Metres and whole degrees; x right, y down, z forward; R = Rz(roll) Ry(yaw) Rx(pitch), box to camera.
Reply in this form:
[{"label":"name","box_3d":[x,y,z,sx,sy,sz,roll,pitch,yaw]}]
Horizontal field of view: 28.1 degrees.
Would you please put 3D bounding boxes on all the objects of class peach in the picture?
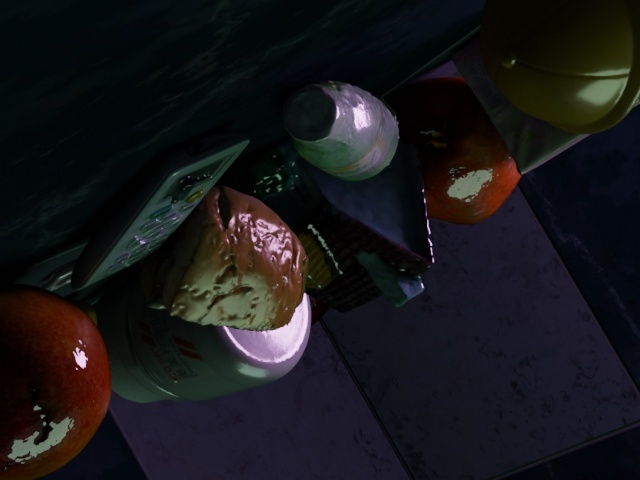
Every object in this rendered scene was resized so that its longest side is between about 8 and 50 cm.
[{"label":"peach","box_3d":[-0.337,0.153,1.364,0.231,0.231,0.231,-30,177,-2]}]

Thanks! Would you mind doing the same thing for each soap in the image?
[{"label":"soap","box_3d":[0.302,-0.216,1.631,0.199,0.182,0.138,-32,178,34]}]

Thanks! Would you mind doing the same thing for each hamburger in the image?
[{"label":"hamburger","box_3d":[-0.089,0.029,1.481,0.155,0.207,0.135,-54,-149,22]}]

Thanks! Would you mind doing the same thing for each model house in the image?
[{"label":"model house","box_3d":[0.000,0.000,1.663,0.230,0.249,0.280,-28,176,-29]}]

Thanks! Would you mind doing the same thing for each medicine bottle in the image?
[{"label":"medicine bottle","box_3d":[-0.194,0.129,2.001,0.306,0.245,0.245,-21,-176,40]}]

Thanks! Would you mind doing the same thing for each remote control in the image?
[{"label":"remote control","box_3d":[-0.177,-0.030,1.324,0.103,0.051,0.293,-29,173,-39]}]

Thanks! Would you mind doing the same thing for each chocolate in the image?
[{"label":"chocolate","box_3d":[0.016,-0.117,1.321,0.110,0.110,0.291,-31,175,9]}]

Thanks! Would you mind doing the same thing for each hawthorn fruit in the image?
[{"label":"hawthorn fruit","box_3d":[0.175,-0.130,1.745,0.211,0.211,0.299,-30,168,8]}]

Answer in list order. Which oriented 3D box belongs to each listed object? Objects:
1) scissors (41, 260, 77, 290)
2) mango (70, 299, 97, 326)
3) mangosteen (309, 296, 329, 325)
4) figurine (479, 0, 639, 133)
[{"label":"scissors","box_3d":[-0.262,0.012,1.596,0.189,0.015,0.100,-32,179,-9]},{"label":"mango","box_3d":[-0.446,0.199,1.903,0.294,0.120,0.177,-30,179,1]},{"label":"mangosteen","box_3d":[-0.100,0.039,2.175,0.235,0.236,0.261,-31,135,24]},{"label":"figurine","box_3d":[0.253,-0.226,1.203,0.257,0.167,0.192,-55,-175,-27]}]
